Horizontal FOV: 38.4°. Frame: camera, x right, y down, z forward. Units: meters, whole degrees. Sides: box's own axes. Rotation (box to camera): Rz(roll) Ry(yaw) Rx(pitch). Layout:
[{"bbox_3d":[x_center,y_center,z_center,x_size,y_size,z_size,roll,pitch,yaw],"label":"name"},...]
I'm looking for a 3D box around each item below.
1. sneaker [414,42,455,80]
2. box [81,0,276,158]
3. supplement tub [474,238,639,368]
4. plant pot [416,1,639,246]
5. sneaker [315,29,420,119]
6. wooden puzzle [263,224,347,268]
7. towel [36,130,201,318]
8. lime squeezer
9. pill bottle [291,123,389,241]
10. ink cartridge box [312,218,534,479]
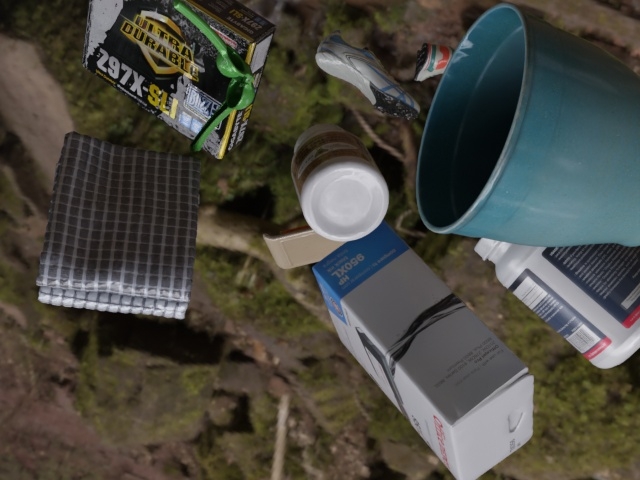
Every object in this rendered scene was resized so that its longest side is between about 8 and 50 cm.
[{"bbox_3d":[0.208,-0.309,1.607,0.075,0.057,0.161,7,-178,0],"label":"sneaker"},{"bbox_3d":[-0.248,-0.325,1.545,0.322,0.079,0.257,35,138,11],"label":"box"},{"bbox_3d":[0.391,0.042,1.393,0.272,0.191,0.191,43,176,11],"label":"supplement tub"},{"bbox_3d":[0.285,-0.110,1.085,0.255,0.272,0.271,14,175,-15],"label":"plant pot"},{"bbox_3d":[0.101,-0.315,1.755,0.237,0.086,0.085,34,162,-16],"label":"sneaker"},{"bbox_3d":[0.000,0.000,2.094,0.238,0.044,0.221,-9,161,3],"label":"wooden puzzle"},{"bbox_3d":[-0.306,-0.030,1.427,0.235,0.284,0.121,6,147,-11],"label":"towel"},{"bbox_3d":[-0.155,-0.253,1.396,0.110,0.059,0.310,3,146,0],"label":"lime squeezer"},{"bbox_3d":[0.022,-0.102,1.434,0.131,0.131,0.229,25,-162,-19],"label":"pill bottle"},{"bbox_3d":[0.181,0.197,1.615,0.395,0.166,0.285,48,167,34],"label":"ink cartridge box"}]
